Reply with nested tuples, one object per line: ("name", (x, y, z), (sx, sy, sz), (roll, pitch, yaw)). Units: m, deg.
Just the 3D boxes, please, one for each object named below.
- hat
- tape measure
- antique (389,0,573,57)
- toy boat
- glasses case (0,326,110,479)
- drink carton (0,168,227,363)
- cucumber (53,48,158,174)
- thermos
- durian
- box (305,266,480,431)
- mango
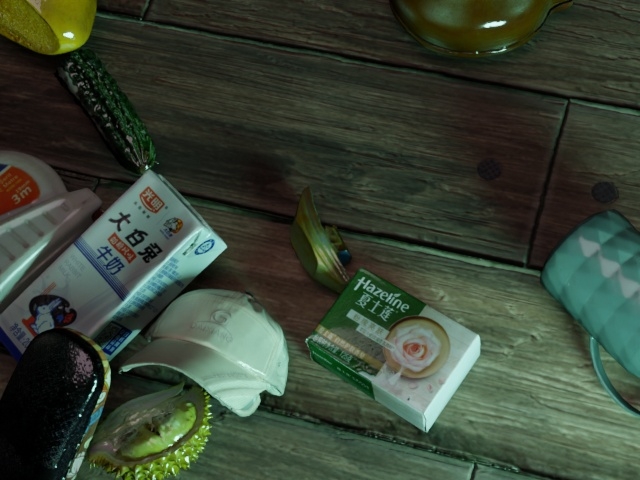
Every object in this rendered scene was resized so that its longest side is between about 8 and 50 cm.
("hat", (-0.154, 0.128, 1.827), (0.219, 0.226, 0.164), (18, 84, 14))
("tape measure", (-0.458, -0.003, 1.968), (0.265, 0.130, 0.258), (38, 71, 28))
("antique", (0.241, -0.388, 2.063), (0.278, 0.129, 0.224), (-9, 61, 1))
("toy boat", (0.000, 0.000, 1.941), (0.066, 0.065, 0.172), (-12, 57, -24))
("glasses case", (-0.369, 0.265, 1.781), (0.122, 0.082, 0.321), (31, 103, 26))
("drink carton", (-0.289, 0.061, 1.890), (0.315, 0.106, 0.130), (-45, 68, 0))
("cucumber", (-0.318, -0.194, 2.074), (0.077, 0.077, 0.265), (-34, 67, -10))
("thermos", (0.417, 0.112, 1.794), (0.182, 0.145, 0.286), (-49, 65, 19))
("durian", (-0.236, 0.273, 1.809), (0.208, 0.102, 0.146), (-13, 30, 3))
("box", (0.098, 0.145, 1.849), (0.199, 0.081, 0.135), (31, 71, 18))
("mango", (-0.467, -0.419, 2.130), (0.199, 0.201, 0.350), (-44, 66, -6))
